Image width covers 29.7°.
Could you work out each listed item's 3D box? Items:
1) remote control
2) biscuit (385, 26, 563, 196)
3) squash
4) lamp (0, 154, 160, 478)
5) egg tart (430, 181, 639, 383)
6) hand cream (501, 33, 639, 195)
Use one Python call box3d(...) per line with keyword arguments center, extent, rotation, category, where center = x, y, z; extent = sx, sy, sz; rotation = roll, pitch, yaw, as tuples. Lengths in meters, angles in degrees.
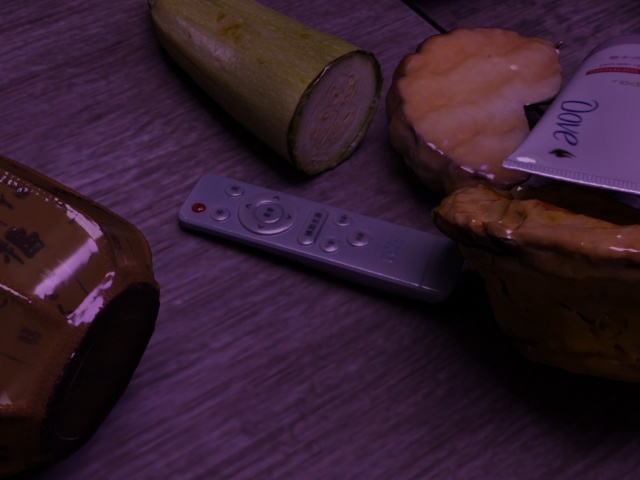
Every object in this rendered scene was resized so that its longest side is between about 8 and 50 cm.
box3d(center=(0.000, 0.000, 0.774), extent=(0.184, 0.027, 0.050), rotation=(17, 46, 12), category="remote control")
box3d(center=(0.104, -0.090, 0.848), extent=(0.118, 0.061, 0.183), rotation=(19, 46, 10), category="biscuit")
box3d(center=(-0.058, -0.137, 0.860), extent=(0.094, 0.094, 0.224), rotation=(-30, 51, -31), category="squash")
box3d(center=(-0.189, 0.029, 0.630), extent=(0.185, 0.161, 0.161), rotation=(27, 49, 11), category="lamp")
box3d(center=(0.175, 0.025, 0.688), extent=(0.241, 0.106, 0.241), rotation=(8, 5, -1), category="egg tart")
box3d(center=(0.191, -0.070, 0.767), extent=(0.133, 0.083, 0.248), rotation=(9, 22, 10), category="hand cream")
